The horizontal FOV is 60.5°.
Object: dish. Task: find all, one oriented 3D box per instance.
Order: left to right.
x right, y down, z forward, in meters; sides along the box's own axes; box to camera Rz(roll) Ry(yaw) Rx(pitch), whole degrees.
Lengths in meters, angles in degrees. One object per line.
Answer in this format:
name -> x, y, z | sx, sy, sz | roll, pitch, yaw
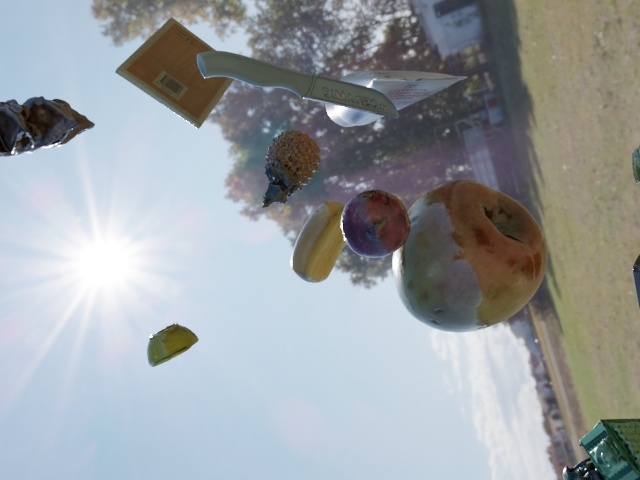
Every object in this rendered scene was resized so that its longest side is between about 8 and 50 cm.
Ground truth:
dish -> -0.421, 0.279, 1.517 | 0.080, 0.149, 0.208 | 63, 173, -2

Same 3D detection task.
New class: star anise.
star anise -> -0.652, -0.234, 1.147 | 0.332, 0.332, 0.117 | -42, -62, -71

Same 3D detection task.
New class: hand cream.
hand cream -> 0.084, -0.219, 0.806 | 0.248, 0.133, 0.083 | -167, 69, -67

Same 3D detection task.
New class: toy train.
toy train -> 0.528, 0.379, 0.907 | 0.270, 0.154, 0.115 | 9, -143, -27

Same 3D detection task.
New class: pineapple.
pineapple -> -0.132, -0.262, 2.129 | 0.222, 0.223, 0.357 | 62, -147, -33

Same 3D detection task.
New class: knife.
knife -> -0.014, -0.149, 0.527 | 0.210, 0.015, 0.028 | 6, -100, -24

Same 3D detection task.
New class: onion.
onion -> 0.084, -0.025, 0.836 | 0.097, 0.107, 0.107 | -54, -54, -82

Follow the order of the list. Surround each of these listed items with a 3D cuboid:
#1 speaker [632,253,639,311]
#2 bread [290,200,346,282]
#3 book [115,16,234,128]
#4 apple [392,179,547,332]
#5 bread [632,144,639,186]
speaker -> 0.803, 0.052, 1.168 | 0.231, 0.153, 0.192 | -46, -55, -18
bread -> 0.000, 0.000, 1.399 | 0.098, 0.217, 0.147 | 34, -175, 34
book -> -0.259, -0.322, 1.038 | 0.170, 0.018, 0.241 | 34, -140, -15
apple -> 0.330, 0.048, 1.255 | 0.339, 0.305, 0.338 | 16, -137, -16
bread -> 0.502, -0.124, 0.750 | 0.156, 0.118, 0.064 | 132, 135, -57
